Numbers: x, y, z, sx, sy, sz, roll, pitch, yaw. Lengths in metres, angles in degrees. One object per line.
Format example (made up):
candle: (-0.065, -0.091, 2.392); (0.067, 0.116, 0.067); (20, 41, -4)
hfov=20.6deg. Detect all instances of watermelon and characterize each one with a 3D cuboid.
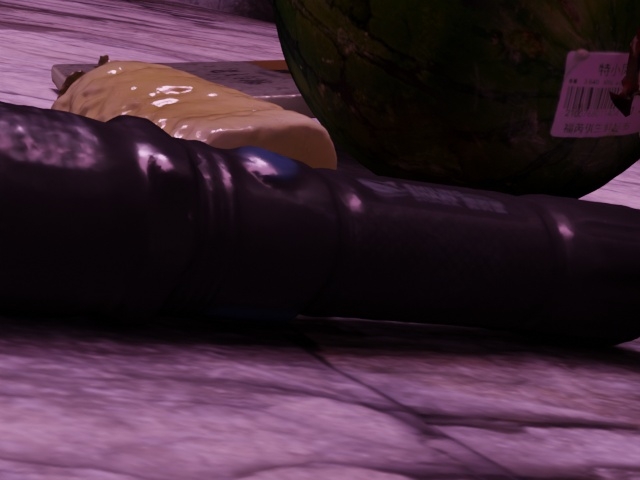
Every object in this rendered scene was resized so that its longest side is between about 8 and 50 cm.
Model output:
watermelon: (0.134, -0.193, 1.404); (0.363, 0.363, 0.363); (10, 9, -2)

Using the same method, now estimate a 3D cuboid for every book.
book: (-0.042, -0.144, 1.650); (0.388, 0.032, 0.269); (-4, 14, -18)

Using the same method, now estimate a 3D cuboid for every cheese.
cheese: (-0.080, -0.050, 1.052); (0.123, 0.094, 0.167); (4, 11, -39)

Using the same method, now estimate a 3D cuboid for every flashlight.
flashlight: (0.000, 0.000, 0.855); (0.424, 0.103, 0.103); (6, 11, -31)

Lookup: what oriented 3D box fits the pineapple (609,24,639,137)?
pineapple: (0.400, -0.121, 1.205); (0.300, 0.352, 0.352); (11, 8, 33)
